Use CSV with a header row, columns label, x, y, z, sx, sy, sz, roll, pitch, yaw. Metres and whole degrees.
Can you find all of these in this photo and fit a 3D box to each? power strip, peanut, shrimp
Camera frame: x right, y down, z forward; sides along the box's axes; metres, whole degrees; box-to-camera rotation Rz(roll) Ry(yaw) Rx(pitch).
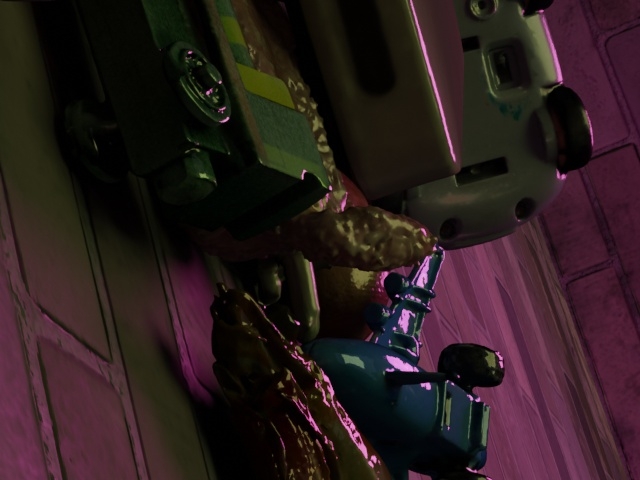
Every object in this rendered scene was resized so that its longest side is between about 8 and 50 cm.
label,x,y,z,sx,sy,sz,roll,pitch,yaw
power strip,-0.041,-0.070,1.204,0.093,0.053,0.288,90,-17,-70
peanut,0.000,0.000,1.268,0.076,0.076,0.152,42,33,-66
shrimp,-0.001,0.144,1.024,0.154,0.062,0.294,-81,150,-59

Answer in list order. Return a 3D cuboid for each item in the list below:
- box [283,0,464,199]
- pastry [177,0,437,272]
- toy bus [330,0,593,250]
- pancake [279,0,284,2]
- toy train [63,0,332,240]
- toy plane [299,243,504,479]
label,x,y,z,sx,sy,sz,roll,pitch,yaw
box,0.011,-0.242,1.279,0.373,0.090,0.367,-79,154,-72
pastry,-0.047,-0.075,1.101,0.265,0.112,0.103,61,16,23
toy bus,0.090,-0.136,1.629,0.232,0.194,0.288,178,-103,-80
pancake,-0.021,-0.333,1.579,0.294,0.049,0.294,-173,-90,-87
toy train,-0.078,-0.102,0.993,0.132,0.083,0.200,20,48,-56
toy plane,0.053,0.107,1.184,0.271,0.105,0.254,52,40,-67
